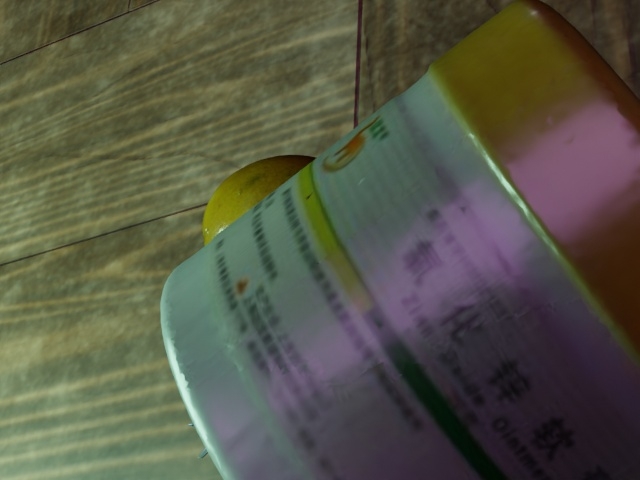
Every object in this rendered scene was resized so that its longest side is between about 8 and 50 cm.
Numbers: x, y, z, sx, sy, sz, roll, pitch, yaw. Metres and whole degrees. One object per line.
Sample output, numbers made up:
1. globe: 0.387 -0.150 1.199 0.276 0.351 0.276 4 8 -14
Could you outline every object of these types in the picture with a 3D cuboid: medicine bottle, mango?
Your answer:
1. medicine bottle: 0.080 0.044 0.556 0.232 0.238 0.238 -37 47 10
2. mango: -0.004 0.003 0.746 0.163 0.089 0.111 31 80 35

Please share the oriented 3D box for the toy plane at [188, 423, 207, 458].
1. toy plane: -0.043 0.123 0.737 0.084 0.024 0.078 -4 59 25
